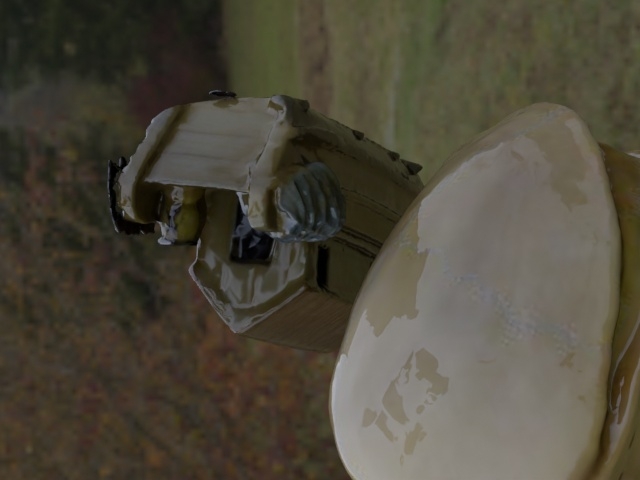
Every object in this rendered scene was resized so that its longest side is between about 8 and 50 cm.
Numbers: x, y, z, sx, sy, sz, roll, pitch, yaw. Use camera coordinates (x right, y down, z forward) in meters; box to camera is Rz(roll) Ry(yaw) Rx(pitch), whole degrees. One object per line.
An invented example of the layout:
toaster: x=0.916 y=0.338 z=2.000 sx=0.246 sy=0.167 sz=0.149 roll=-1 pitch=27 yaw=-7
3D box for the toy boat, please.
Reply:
toy boat: x=0.000 y=0.000 z=1.185 sx=0.445 sy=0.135 sz=0.162 roll=16 pitch=-102 yaw=-70

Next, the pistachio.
pistachio: x=0.130 y=0.067 z=1.059 sx=0.238 sy=0.229 sz=0.321 roll=-23 pitch=45 yaw=55
